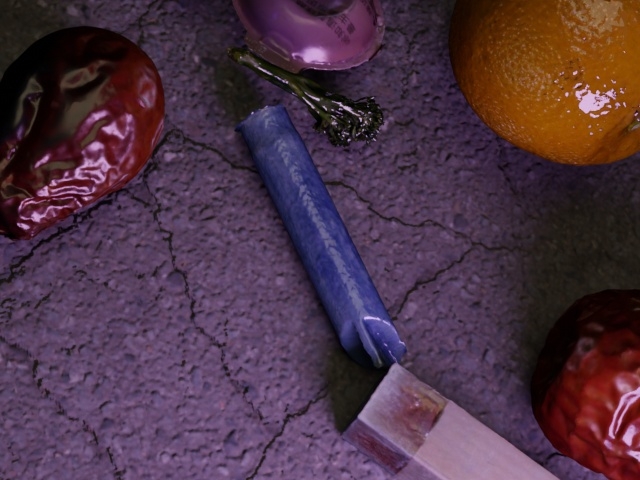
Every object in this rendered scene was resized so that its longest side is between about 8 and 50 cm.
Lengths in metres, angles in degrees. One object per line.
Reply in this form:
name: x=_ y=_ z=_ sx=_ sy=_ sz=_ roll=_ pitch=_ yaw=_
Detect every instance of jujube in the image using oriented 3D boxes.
jujube: x=0.342 y=0.152 z=1.501 sx=0.232 sy=0.213 sz=0.213 roll=26 pitch=64 yaw=-4
jujube: x=-0.259 y=-0.103 z=1.475 sx=0.168 sy=0.168 sz=0.236 roll=36 pitch=67 yaw=2

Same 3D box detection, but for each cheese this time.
cheese: x=0.002 y=-0.285 z=1.664 sx=0.189 sy=0.074 sz=0.286 roll=31 pitch=51 yaw=-3

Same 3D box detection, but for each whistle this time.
whistle: x=0.000 y=0.000 z=1.551 sx=0.062 sy=0.062 sz=0.304 roll=-21 pitch=75 yaw=-22

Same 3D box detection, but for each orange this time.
orange: x=0.272 y=-0.216 z=1.597 sx=0.274 sy=0.274 sz=0.274 roll=5 pitch=67 yaw=-13

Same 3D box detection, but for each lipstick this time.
lipstick: x=0.196 y=0.267 z=1.482 sx=0.371 sy=0.076 sz=0.080 roll=36 pitch=62 yaw=2

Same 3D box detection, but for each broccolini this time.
broccolini: x=-0.023 y=-0.147 z=1.565 sx=0.201 sy=0.074 sz=0.058 roll=17 pitch=62 yaw=-36
